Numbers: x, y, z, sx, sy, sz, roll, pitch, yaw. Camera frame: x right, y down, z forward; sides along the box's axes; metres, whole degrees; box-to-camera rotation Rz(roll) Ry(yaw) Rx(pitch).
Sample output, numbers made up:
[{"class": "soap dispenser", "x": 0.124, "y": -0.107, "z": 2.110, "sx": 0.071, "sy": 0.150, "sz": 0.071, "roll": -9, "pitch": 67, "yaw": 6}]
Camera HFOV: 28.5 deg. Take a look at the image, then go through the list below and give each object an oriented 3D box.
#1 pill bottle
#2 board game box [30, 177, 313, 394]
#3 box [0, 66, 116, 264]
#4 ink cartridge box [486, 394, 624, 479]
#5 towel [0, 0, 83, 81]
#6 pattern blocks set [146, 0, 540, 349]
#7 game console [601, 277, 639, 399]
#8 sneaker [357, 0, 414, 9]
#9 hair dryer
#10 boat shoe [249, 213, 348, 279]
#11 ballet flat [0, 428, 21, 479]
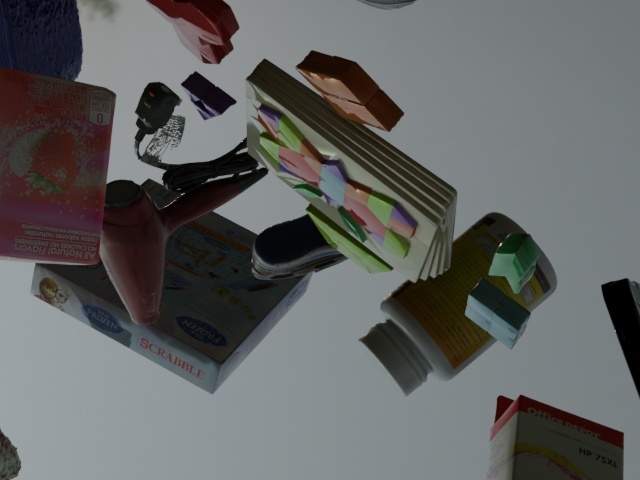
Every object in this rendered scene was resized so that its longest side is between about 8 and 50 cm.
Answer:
[{"class": "pill bottle", "x": 0.149, "y": 0.075, "z": 1.400, "sx": 0.215, "sy": 0.117, "sz": 0.117, "roll": -39, "pitch": -161, "yaw": -7}, {"class": "board game box", "x": -0.216, "y": 0.058, "z": 1.911, "sx": 0.318, "sy": 0.319, "sz": 0.066, "roll": -45, "pitch": 158, "yaw": -53}, {"class": "box", "x": -0.323, "y": -0.065, "z": 0.940, "sx": 0.300, "sy": 0.142, "sz": 0.154, "roll": 7, "pitch": 176, "yaw": -35}, {"class": "ink cartridge box", "x": 0.258, "y": 0.263, "z": 1.390, "sx": 0.078, "sy": 0.134, "sz": 0.231, "roll": 118, "pitch": -11, "yaw": -45}, {"class": "towel", "x": -0.342, "y": -0.224, "z": 1.246, "sx": 0.076, "sy": 0.227, "sz": 0.308, "roll": 3, "pitch": -157, "yaw": 17}, {"class": "pattern blocks set", "x": 0.016, "y": -0.047, "z": 0.899, "sx": 0.325, "sy": 0.285, "sz": 0.026, "roll": 33, "pitch": -108, "yaw": 25}, {"class": "game console", "x": 0.524, "y": 0.177, "z": 1.938, "sx": 0.044, "sy": 0.213, "sz": 0.361, "roll": -23, "pitch": 162, "yaw": 23}, {"class": "sneaker", "x": 0.016, "y": -0.358, "z": 1.557, "sx": 0.281, "sy": 0.105, "sz": 0.115, "roll": 8, "pitch": -175, "yaw": -26}, {"class": "hair dryer", "x": -0.165, "y": -0.028, "z": 1.488, "sx": 0.080, "sy": 0.224, "sz": 0.293, "roll": 42, "pitch": -72, "yaw": 46}, {"class": "boat shoe", "x": 0.000, "y": 0.000, "z": 1.442, "sx": 0.183, "sy": 0.066, "sz": 0.066, "roll": -13, "pitch": 157, "yaw": -24}, {"class": "ballet flat", "x": -0.489, "y": 0.276, "z": 1.750, "sx": 0.091, "sy": 0.241, "sz": 0.077, "roll": -17, "pitch": -142, "yaw": 4}]
